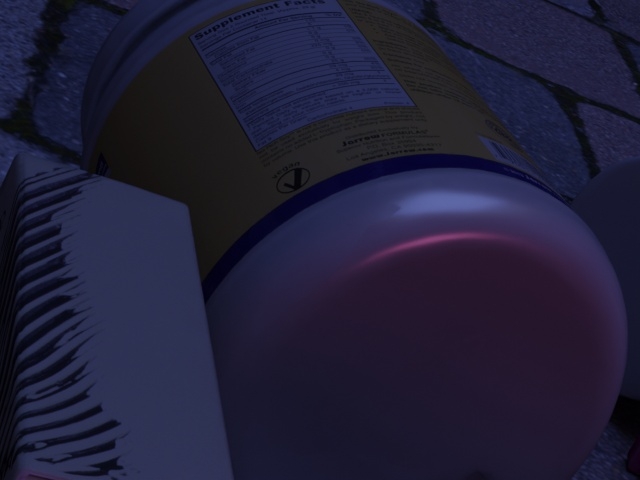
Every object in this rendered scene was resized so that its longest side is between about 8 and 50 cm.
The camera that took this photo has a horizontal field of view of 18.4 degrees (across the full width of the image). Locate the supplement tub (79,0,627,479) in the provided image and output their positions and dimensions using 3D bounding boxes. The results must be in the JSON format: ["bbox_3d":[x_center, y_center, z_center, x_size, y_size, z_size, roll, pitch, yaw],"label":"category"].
[{"bbox_3d":[0.000,0.000,1.099,0.241,0.241,0.331,14,25,-28],"label":"supplement tub"}]

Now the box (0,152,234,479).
[{"bbox_3d":[-0.105,0.076,0.849,0.094,0.113,0.275,18,22,-18],"label":"box"}]

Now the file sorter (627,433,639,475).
[{"bbox_3d":[0.362,0.159,1.209,0.290,0.202,0.182,26,23,-1],"label":"file sorter"}]

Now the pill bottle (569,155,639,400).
[{"bbox_3d":[0.345,0.030,1.472,0.361,0.204,0.204,1,33,-47],"label":"pill bottle"}]
